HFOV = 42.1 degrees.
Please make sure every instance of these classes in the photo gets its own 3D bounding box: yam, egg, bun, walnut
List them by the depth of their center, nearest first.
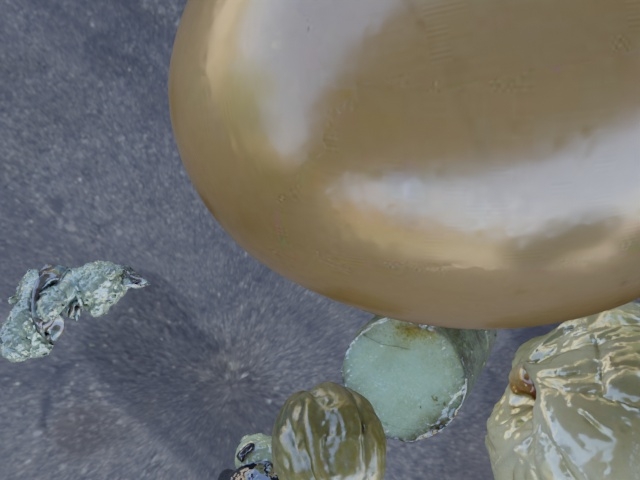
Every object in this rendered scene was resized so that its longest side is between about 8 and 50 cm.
[{"bbox_3d":[0.100,-0.096,0.493,0.373,0.301,0.301,-17,82,-6],"label":"egg"},{"bbox_3d":[0.005,0.148,0.599,0.092,0.092,0.092,1,80,-6],"label":"walnut"},{"bbox_3d":[0.215,0.143,0.682,0.134,0.220,0.221,27,78,-18],"label":"bun"},{"bbox_3d":[0.146,0.142,1.127,0.167,0.304,0.168,5,104,20],"label":"yam"}]

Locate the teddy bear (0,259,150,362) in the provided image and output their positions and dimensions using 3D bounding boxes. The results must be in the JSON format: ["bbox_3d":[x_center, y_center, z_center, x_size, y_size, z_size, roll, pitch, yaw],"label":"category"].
[{"bbox_3d":[-0.356,0.075,1.158,0.213,0.133,0.111,-34,89,-9],"label":"teddy bear"}]

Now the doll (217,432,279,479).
[{"bbox_3d":[-0.107,0.468,1.528,0.143,0.135,0.234,14,46,-22],"label":"doll"}]
